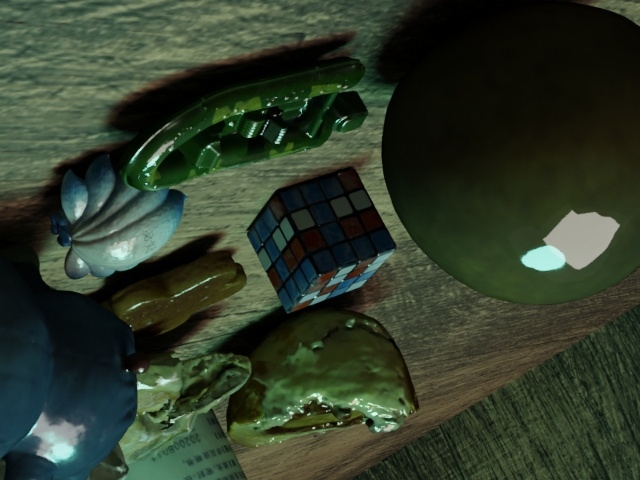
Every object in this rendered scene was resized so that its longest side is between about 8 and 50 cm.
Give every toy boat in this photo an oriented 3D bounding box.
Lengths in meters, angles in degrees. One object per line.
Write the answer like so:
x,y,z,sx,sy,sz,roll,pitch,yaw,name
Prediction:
-0.057,-0.085,1.084,0.210,0.052,0.104,-18,158,-33,toy boat

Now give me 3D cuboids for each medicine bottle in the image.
-0.169,0.342,1.785,0.190,0.332,0.190,-25,165,-7,medicine bottle

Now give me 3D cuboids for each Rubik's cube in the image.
0.000,0.000,1.397,0.092,0.092,0.092,-20,164,-30,Rubik's cube

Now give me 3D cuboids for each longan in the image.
0.174,-0.075,1.187,0.258,0.258,0.258,-25,165,-7,longan

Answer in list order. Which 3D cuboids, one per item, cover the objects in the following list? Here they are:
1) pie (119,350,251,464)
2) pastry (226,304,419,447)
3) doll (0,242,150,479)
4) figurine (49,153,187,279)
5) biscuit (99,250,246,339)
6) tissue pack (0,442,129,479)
-0.233,0.194,1.559,0.338,0.075,0.337,-25,164,-8,pie
-0.004,0.167,1.844,0.237,0.170,0.256,-8,171,6,pastry
-0.248,0.099,1.079,0.154,0.228,0.258,-18,158,38,doll
-0.148,-0.021,1.111,0.114,0.079,0.114,-24,130,-32,figurine
-0.185,0.072,1.421,0.236,0.039,0.180,-27,170,-2,biscuit
-0.388,0.223,1.277,0.356,0.193,0.266,-34,165,29,tissue pack
